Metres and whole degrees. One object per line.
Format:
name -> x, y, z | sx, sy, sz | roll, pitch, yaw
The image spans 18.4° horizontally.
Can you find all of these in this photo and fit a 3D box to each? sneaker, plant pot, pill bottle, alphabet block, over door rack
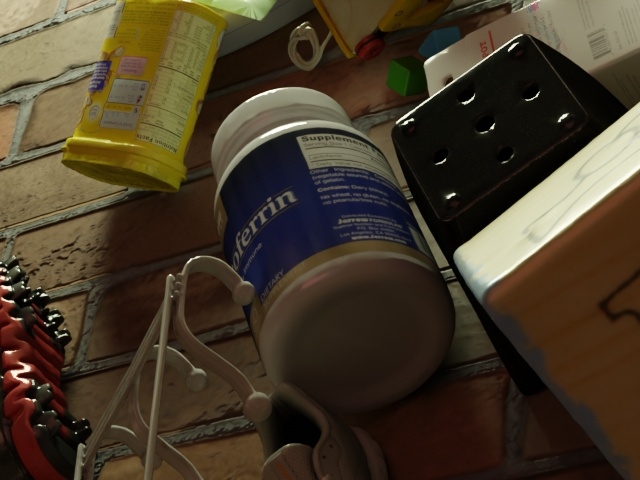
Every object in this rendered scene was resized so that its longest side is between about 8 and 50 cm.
sneaker -> 0.007, 0.208, 1.396 | 0.099, 0.121, 0.262 | -37, 39, 7
plant pot -> 0.159, -0.035, 1.459 | 0.187, 0.167, 0.188 | -35, 41, 9
pill bottle -> 0.000, 0.000, 1.567 | 0.153, 0.153, 0.264 | -34, 39, 10
sneaker -> -0.284, 0.126, 1.725 | 0.135, 0.097, 0.276 | -31, 42, 10
alphabet block -> 0.225, 0.033, 1.275 | 0.197, 0.193, 0.192 | -39, 9, 5
over door rack -> -0.133, 0.199, 1.427 | 0.324, 0.108, 0.239 | -72, 9, -49

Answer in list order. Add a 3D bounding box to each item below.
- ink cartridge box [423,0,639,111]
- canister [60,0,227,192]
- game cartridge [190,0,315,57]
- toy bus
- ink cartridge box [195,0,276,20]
ink cartridge box -> 0.189, -0.135, 1.604 | 0.198, 0.067, 0.115 | -25, 42, 17
canister -> -0.163, -0.139, 1.852 | 0.126, 0.073, 0.170 | 9, 77, 41
game cartridge -> -0.057, -0.286, 1.955 | 0.297, 0.062, 0.198 | -28, 46, 17
toy bus -> 0.075, -0.237, 1.759 | 0.104, 0.191, 0.202 | -13, 22, -39
ink cartridge box -> -0.048, -0.329, 1.907 | 0.171, 0.056, 0.235 | 23, 69, 47
